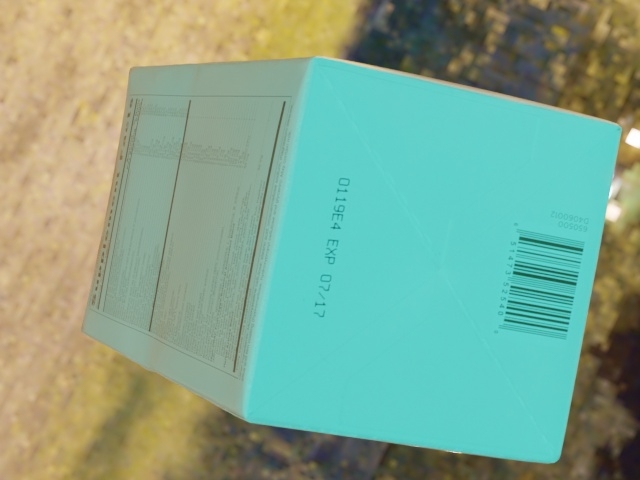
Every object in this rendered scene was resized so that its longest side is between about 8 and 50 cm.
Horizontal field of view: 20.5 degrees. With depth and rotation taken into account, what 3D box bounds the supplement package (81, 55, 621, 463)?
[{"bbox_3d":[0.000,0.000,0.762,0.244,0.134,0.139,-166,-93,-68],"label":"supplement package"}]
